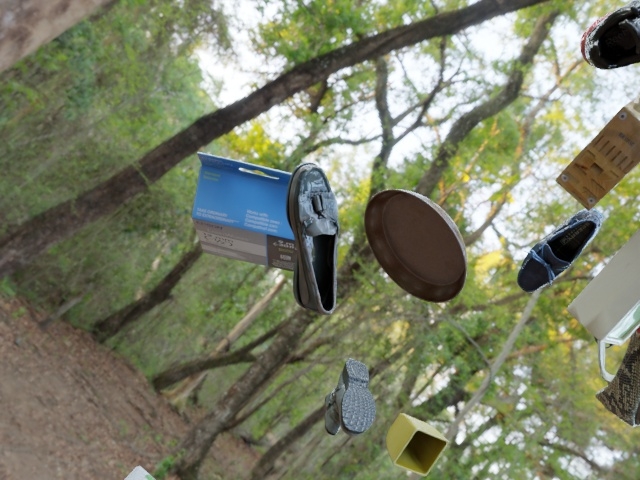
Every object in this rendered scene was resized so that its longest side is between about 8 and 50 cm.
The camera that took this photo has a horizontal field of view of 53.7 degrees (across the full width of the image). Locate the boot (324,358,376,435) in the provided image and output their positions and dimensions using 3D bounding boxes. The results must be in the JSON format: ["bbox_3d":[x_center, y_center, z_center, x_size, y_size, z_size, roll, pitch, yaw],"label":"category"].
[{"bbox_3d":[0.061,0.415,1.519,0.083,0.161,0.246,22,25,-8],"label":"boot"}]

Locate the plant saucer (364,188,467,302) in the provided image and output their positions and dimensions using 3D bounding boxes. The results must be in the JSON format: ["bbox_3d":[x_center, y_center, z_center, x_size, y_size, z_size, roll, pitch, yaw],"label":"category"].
[{"bbox_3d":[0.127,0.003,0.825,0.168,0.029,0.169,35,-36,30],"label":"plant saucer"}]

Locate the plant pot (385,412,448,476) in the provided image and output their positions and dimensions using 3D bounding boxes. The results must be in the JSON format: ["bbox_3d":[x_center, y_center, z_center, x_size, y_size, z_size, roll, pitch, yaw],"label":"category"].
[{"bbox_3d":[0.168,0.366,1.164,0.081,0.082,0.083,28,8,-24],"label":"plant pot"}]

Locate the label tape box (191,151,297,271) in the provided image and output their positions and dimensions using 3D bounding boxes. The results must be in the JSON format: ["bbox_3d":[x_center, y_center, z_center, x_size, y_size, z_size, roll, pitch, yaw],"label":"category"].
[{"bbox_3d":[-0.141,-0.046,1.363,0.249,0.115,0.348,13,-17,0],"label":"label tape box"}]

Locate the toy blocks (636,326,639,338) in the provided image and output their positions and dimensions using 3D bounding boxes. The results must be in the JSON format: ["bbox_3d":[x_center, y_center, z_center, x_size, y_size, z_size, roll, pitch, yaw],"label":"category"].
[{"bbox_3d":[0.775,0.094,1.240,0.260,0.382,0.191,20,0,5],"label":"toy blocks"}]

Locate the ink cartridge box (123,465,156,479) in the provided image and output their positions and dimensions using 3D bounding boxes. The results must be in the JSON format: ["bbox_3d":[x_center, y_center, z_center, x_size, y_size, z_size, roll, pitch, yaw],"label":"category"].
[{"bbox_3d":[-0.188,0.420,0.844,0.219,0.092,0.160,49,-25,-9],"label":"ink cartridge box"}]

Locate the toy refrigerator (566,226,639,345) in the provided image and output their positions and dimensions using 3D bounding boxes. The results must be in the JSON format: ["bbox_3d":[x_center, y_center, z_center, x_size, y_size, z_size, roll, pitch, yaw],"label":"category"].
[{"bbox_3d":[0.573,0.059,1.109,0.102,0.270,0.094,16,26,-44],"label":"toy refrigerator"}]

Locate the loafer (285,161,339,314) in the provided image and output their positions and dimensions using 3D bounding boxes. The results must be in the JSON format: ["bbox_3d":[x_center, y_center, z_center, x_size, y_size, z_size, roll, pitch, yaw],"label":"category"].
[{"bbox_3d":[0.000,0.000,1.102,0.084,0.096,0.268,25,-59,59],"label":"loafer"}]

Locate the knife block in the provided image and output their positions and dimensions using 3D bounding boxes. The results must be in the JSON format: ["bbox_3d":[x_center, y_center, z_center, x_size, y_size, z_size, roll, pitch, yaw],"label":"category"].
[{"bbox_3d":[0.593,-0.204,1.169,0.088,0.242,0.276,48,-40,16],"label":"knife block"}]

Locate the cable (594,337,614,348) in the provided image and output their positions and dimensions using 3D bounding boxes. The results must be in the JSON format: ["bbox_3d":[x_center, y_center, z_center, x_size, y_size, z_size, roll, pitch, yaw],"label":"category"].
[{"bbox_3d":[0.778,0.194,1.681,0.047,0.150,0.185,29,-25,54],"label":"cable"}]

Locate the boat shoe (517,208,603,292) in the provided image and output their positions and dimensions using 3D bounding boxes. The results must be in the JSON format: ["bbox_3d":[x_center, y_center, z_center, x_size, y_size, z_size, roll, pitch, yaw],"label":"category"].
[{"bbox_3d":[0.554,0.024,1.501,0.109,0.258,0.089,36,27,12],"label":"boat shoe"}]

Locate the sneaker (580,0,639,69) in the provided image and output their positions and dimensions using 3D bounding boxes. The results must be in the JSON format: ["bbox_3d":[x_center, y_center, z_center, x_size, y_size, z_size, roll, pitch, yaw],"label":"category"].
[{"bbox_3d":[0.542,-0.359,1.000,0.276,0.135,0.098,-32,-81,37],"label":"sneaker"}]

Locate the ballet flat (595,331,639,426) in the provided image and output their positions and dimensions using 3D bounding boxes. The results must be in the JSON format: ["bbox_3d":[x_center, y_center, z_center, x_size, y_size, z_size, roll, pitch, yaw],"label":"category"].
[{"bbox_3d":[0.758,0.219,1.500,0.182,0.164,0.483,30,-55,39],"label":"ballet flat"}]
